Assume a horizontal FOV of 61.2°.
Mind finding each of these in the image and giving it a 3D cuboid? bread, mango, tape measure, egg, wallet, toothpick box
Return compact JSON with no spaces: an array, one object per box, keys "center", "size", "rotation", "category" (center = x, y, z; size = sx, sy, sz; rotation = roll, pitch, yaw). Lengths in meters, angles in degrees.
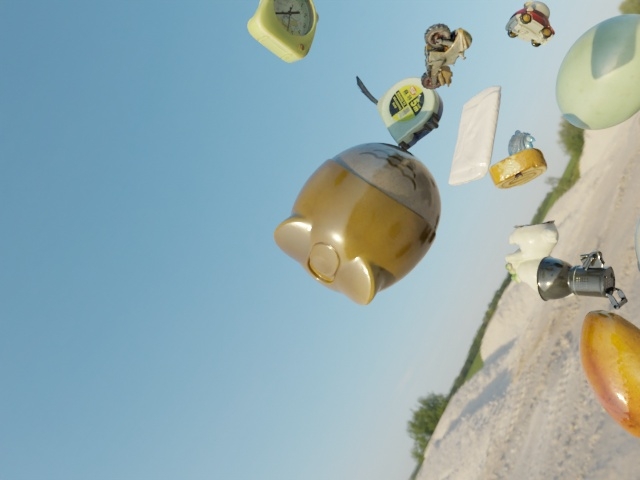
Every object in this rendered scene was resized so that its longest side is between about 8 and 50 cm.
[{"center":[0.562,-0.196,1.529],"size":[0.149,0.073,0.122],"rotation":[-29,-22,36],"category":"bread"},{"center":[0.802,0.341,1.406],"size":[0.199,0.349,0.201],"rotation":[-16,-19,-43],"category":"mango"},{"center":[0.271,-0.485,1.837],"size":[0.215,0.351,0.098],"rotation":[-36,-28,22],"category":"tape measure"},{"center":[0.867,-0.498,1.631],"size":[0.276,0.276,0.389],"rotation":[-56,-14,-21],"category":"egg"},{"center":[0.292,-0.198,1.026],"size":[0.124,0.032,0.182],"rotation":[166,116,-74],"category":"wallet"},{"center":[0.116,-0.047,1.568],"size":[0.425,0.409,0.408],"rotation":[-46,-26,-36],"category":"toothpick box"}]

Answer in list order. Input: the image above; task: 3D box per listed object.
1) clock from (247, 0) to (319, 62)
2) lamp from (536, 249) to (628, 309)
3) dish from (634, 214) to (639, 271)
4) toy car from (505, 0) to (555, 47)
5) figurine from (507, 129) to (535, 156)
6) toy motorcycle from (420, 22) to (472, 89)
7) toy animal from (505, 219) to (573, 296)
[{"center":[-0.083,-0.600,1.417],"size":[0.170,0.069,0.231],"rotation":[29,-109,-35],"category":"clock"},{"center":[0.812,0.116,1.681],"size":[0.147,0.228,0.171],"rotation":[-14,-82,-43],"category":"lamp"},{"center":[0.726,0.038,1.101],"size":[0.273,0.273,0.134],"rotation":[-54,3,-25],"category":"dish"},{"center":[0.650,-0.669,1.646],"size":[0.112,0.139,0.112],"rotation":[-63,2,-7],"category":"toy car"},{"center":[0.680,-0.318,1.849],"size":[0.079,0.114,0.114],"rotation":[-5,-54,-28],"category":"figurine"},{"center":[0.350,-0.507,1.508],"size":[0.229,0.130,0.093],"rotation":[78,-175,-61],"category":"toy motorcycle"},{"center":[0.882,0.078,2.145],"size":[0.183,0.247,0.309],"rotation":[-3,-99,-38],"category":"toy animal"}]
